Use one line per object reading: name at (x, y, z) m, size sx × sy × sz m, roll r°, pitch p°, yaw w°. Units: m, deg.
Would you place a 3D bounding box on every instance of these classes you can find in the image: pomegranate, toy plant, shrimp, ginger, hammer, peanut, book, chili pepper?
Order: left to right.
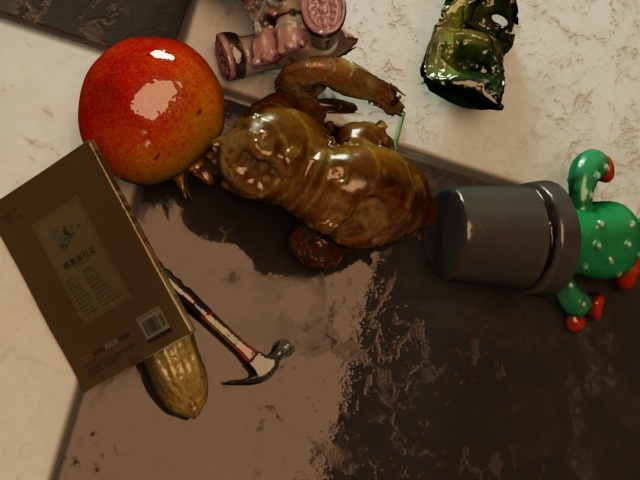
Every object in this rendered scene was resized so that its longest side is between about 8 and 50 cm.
book at (-0.334, 0.039, 1.780) m, size 0.217 × 0.021 × 0.310 m, roll -29°, pitch 88°, yaw 25°
pomegranate at (-0.234, -0.177, 1.819) m, size 0.221 × 0.221 × 0.257 m, roll -46°, pitch 106°, yaw -17°
peanut at (-0.222, 0.173, 1.820) m, size 0.083 × 0.093 × 0.194 m, roll -24°, pitch 101°, yaw -46°
hammer at (-0.177, 0.109, 1.873) m, size 0.287 × 0.033 × 0.111 m, roll 43°, pitch 73°, yaw -4°
ginger at (0.018, -0.101, 1.837) m, size 0.357 × 0.274 × 0.152 m, roll 24°, pitch 111°, yaw -5°
shrimp at (0.031, -0.230, 1.942) m, size 0.236 × 0.133 × 0.053 m, roll 11°, pitch 48°, yaw -35°
chili pepper at (0.251, -0.337, 2.028) m, size 0.148 × 0.116 × 0.265 m, roll 14°, pitch 77°, yaw 0°
toy plant at (0.370, -0.012, 1.962) m, size 0.400 × 0.185 × 0.279 m, roll 3°, pitch 71°, yaw -23°

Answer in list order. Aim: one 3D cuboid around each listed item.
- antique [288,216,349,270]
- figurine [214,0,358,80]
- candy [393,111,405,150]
antique at (0.000, 0.000, 1.903) m, size 0.104 × 0.104 × 0.104 m, roll 2°, pitch 80°, yaw -14°
figurine at (-0.092, -0.434, 1.900) m, size 0.253 × 0.211 × 0.361 m, roll -20°, pitch 93°, yaw 23°
candy at (0.112, -0.119, 1.982) m, size 0.060 × 0.060 × 0.201 m, roll 19°, pitch 69°, yaw -11°
